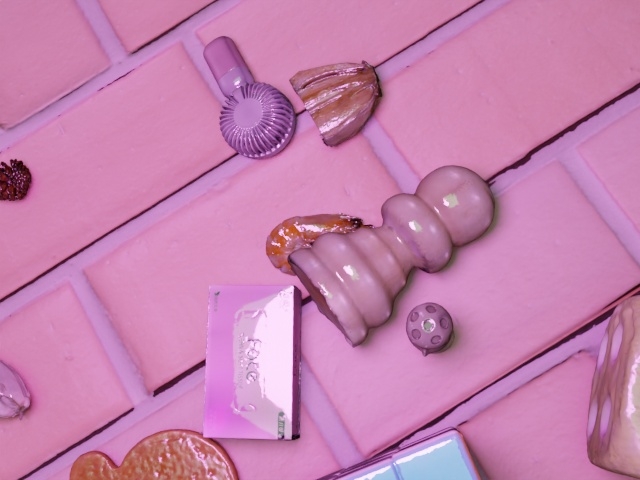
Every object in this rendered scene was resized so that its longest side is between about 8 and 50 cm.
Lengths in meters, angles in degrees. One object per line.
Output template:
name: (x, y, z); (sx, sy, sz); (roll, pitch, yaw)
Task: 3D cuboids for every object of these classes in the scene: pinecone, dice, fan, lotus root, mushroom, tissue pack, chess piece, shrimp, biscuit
pinecone: (-0.561, -0.106, 1.432); (0.083, 0.077, 0.077); (-13, 77, 5)
dice: (0.526, 0.223, 1.124); (0.254, 0.250, 0.252); (10, 81, 9)
fan: (-0.136, -0.258, 1.408); (0.130, 0.074, 0.244); (-31, 71, 12)
lotus root: (0.039, -0.241, 1.378); (0.144, 0.070, 0.143); (-23, 71, 7)
mushroom: (-0.610, 0.224, 1.369); (0.278, 0.099, 0.096); (28, 70, 16)
tissue pack: (-0.110, 0.198, 1.299); (0.148, 0.092, 0.246); (-1, 79, 9)
chess piece: (0.128, 0.004, 1.275); (0.330, 0.182, 0.182); (-36, 76, -6)
shrimp: (0.000, 0.000, 1.353); (0.190, 0.042, 0.101); (-14, 98, 4)
biscuit: (-0.295, 0.450, 1.296); (0.355, 0.052, 0.275); (-35, 77, -1)

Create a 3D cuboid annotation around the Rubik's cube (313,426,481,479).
Rubik's cube: (0.119, 0.449, 1.117); (0.290, 0.291, 0.291); (-22, 76, 3)

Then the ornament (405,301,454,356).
ornament: (0.170, 0.142, 1.238); (0.075, 0.156, 0.081); (12, 80, 11)
